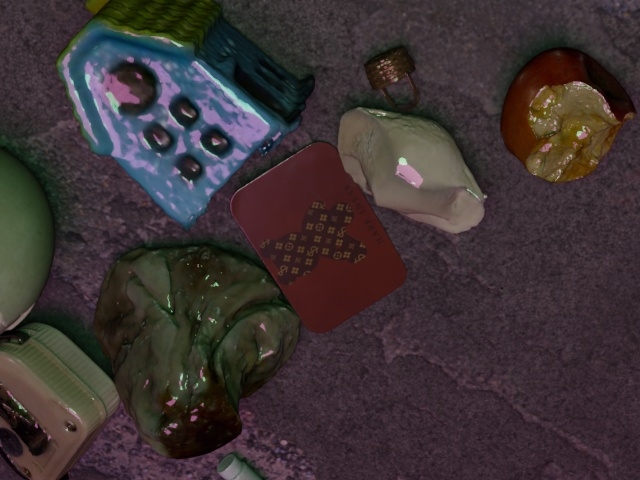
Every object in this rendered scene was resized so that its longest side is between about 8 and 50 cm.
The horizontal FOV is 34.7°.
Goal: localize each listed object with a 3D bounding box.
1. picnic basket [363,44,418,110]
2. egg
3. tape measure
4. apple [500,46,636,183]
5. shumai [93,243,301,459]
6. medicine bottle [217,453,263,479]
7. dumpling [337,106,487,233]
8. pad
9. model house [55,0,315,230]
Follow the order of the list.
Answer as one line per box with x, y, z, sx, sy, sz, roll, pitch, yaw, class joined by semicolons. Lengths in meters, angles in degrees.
0.102;-0.213;1.377;0.072;0.072;0.083;-23;104;16;picnic basket
-0.516;0.017;1.413;0.278;0.336;0.278;2;124;2;egg
-0.464;0.265;1.623;0.231;0.133;0.271;41;133;4;tape measure
0.315;-0.164;1.345;0.156;0.147;0.158;12;135;-38;apple
-0.203;0.176;1.501;0.304;0.263;0.309;38;115;-17;shumai
-0.133;0.403;1.733;0.047;0.047;0.083;-36;108;21;medicine bottle
0.114;-0.092;1.423;0.216;0.126;0.166;15;146;-18;dumpling
0.000;0.000;1.505;0.181;0.004;0.267;-32;111;1;pad
-0.193;-0.202;1.322;0.303;0.237;0.215;39;113;-12;model house
